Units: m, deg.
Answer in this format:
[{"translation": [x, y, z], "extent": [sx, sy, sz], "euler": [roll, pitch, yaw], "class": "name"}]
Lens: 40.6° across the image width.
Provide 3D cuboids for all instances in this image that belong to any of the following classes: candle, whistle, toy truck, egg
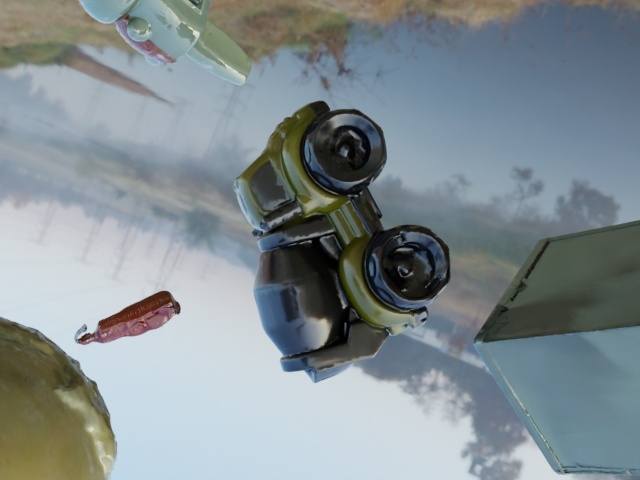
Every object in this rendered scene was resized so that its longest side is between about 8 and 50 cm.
[{"translation": [-0.287, 0.122, 1.279], "extent": [0.162, 0.053, 0.048], "euler": [-23, 170, 0], "class": "candle"}, {"translation": [-0.169, -0.242, 0.889], "extent": [0.253, 0.101, 0.106], "euler": [31, 170, -36], "class": "whistle"}, {"translation": [0.000, 0.000, 0.768], "extent": [0.224, 0.165, 0.147], "euler": [63, 171, -1], "class": "toy truck"}, {"translation": [-0.185, 0.115, 0.428], "extent": [0.164, 0.164, 0.202], "euler": [22, 164, -29], "class": "egg"}]

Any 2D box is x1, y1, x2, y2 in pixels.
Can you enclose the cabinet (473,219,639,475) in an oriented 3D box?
[{"translation": [0.262, 0.079, 0.658], "extent": [0.206, 0.145, 0.150], "euler": [-15, 115, 47], "class": "cabinet"}]
